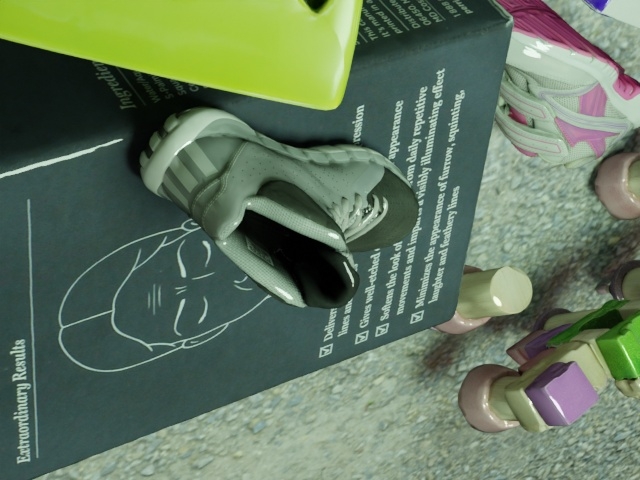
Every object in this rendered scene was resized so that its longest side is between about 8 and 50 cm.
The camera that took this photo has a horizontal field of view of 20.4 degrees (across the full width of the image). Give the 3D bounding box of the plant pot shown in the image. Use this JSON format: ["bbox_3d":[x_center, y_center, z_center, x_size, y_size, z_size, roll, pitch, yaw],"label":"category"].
[{"bbox_3d":[-0.075,-0.230,1.017,0.228,0.227,0.207,11,119,-9],"label":"plant pot"}]

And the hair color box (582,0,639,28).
[{"bbox_3d":[0.344,-0.320,1.415,0.185,0.110,0.338,12,119,-45],"label":"hair color box"}]

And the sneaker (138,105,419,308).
[{"bbox_3d":[0.000,0.000,1.088,0.229,0.132,0.086,12,120,-45],"label":"sneaker"}]

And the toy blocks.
[{"bbox_3d":[0.258,0.109,1.681,0.289,0.309,0.260,-31,-174,-22],"label":"toy blocks"}]

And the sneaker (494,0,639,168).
[{"bbox_3d":[0.195,-0.122,1.500,0.111,0.103,0.252,-49,141,11],"label":"sneaker"}]

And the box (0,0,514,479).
[{"bbox_3d":[-0.101,-0.048,1.240,0.396,0.212,0.293,-19,139,-26],"label":"box"}]
